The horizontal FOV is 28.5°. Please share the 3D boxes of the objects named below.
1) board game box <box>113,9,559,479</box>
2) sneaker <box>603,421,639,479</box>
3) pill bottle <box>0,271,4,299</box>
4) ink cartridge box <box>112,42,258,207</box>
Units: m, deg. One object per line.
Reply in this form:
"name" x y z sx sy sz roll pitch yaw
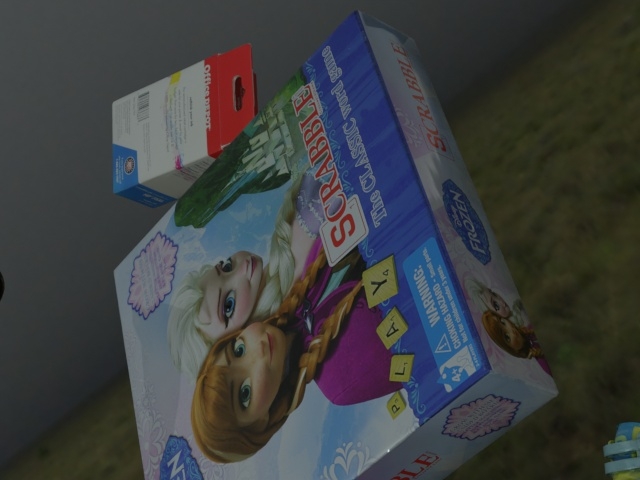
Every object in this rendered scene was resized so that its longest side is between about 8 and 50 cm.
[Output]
"board game box" -0.017 0.056 0.877 0.066 0.318 0.318 21 -52 -36
"sneaker" 0.467 0.405 1.984 0.319 0.208 0.127 -13 -10 -35
"pill bottle" -0.501 0.005 1.610 0.123 0.219 0.123 -27 -33 -19
"ink cartridge box" -0.152 -0.141 1.570 0.231 0.134 0.078 -18 -25 32
